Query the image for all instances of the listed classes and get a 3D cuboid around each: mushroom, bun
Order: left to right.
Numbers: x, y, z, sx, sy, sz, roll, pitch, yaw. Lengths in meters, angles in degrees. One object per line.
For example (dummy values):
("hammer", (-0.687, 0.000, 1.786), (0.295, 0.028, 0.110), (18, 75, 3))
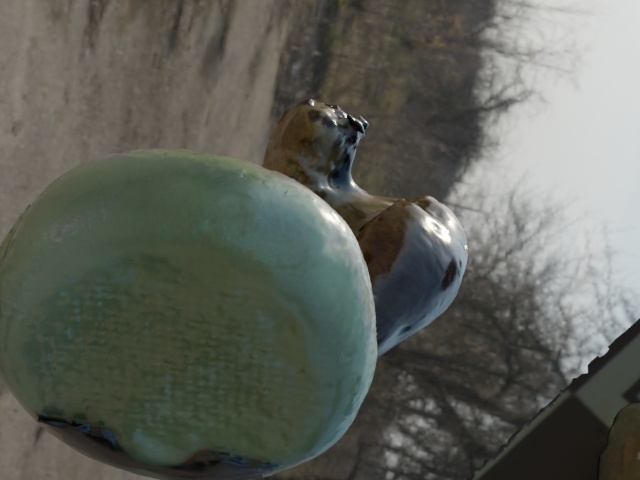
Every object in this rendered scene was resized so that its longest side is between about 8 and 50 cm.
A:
("bun", (-0.097, 0.038, 0.742), (0.187, 0.293, 0.293), (-90, -170, -55))
("mushroom", (0.019, 0.029, 0.961), (0.267, 0.267, 0.254), (99, -31, -53))

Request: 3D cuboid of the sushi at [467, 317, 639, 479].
("sushi", (0.239, 0.143, 0.354), (0.359, 0.343, 0.064), (-40, 154, -8))
